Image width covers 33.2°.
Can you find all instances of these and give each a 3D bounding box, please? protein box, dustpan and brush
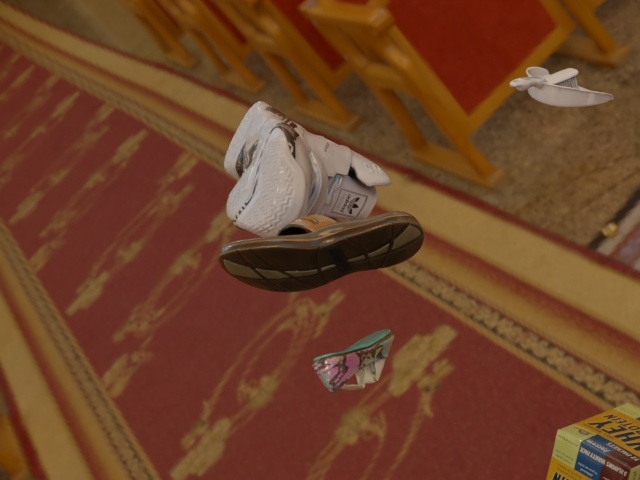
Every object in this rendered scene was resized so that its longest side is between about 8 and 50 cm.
[{"bbox_3d":[0.467,0.391,1.701,0.201,0.200,0.136,-9,25,-42],"label":"protein box"},{"bbox_3d":[0.388,-0.265,1.830,0.211,0.060,0.147,-23,39,-37],"label":"dustpan and brush"}]

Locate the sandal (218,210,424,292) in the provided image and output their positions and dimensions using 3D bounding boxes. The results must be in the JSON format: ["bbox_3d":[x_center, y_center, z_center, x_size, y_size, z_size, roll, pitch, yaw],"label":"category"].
[{"bbox_3d":[0.000,0.000,1.155,0.219,0.090,0.060,-15,49,9],"label":"sandal"}]

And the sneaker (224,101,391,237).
[{"bbox_3d":[-0.008,-0.070,1.427,0.137,0.210,0.366,-60,17,13],"label":"sneaker"}]

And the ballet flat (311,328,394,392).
[{"bbox_3d":[0.063,0.211,1.818,0.077,0.079,0.221,-21,-3,33],"label":"ballet flat"}]
